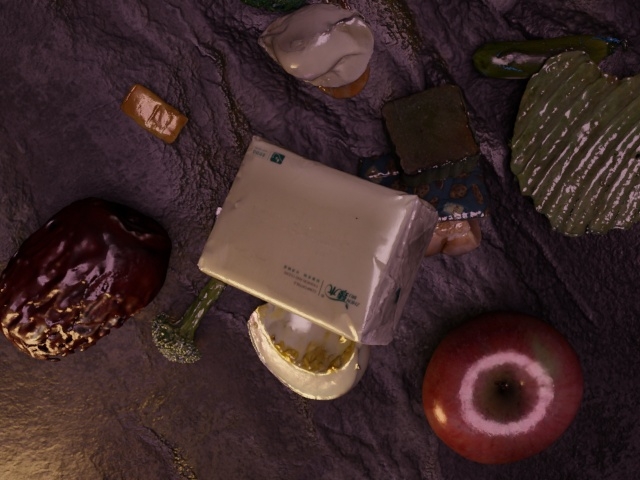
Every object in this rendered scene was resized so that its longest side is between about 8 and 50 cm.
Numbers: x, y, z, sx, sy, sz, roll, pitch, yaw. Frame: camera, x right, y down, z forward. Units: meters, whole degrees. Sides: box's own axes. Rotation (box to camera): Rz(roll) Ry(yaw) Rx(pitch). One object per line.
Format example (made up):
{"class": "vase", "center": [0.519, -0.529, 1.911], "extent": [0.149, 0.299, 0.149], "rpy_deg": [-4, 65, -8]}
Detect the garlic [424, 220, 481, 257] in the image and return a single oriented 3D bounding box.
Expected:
{"class": "garlic", "center": [0.262, -0.020, 1.680], "extent": [0.174, 0.099, 0.124], "rpy_deg": [-10, 114, -2]}

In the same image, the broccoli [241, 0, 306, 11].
{"class": "broccoli", "center": [-0.100, -0.551, 1.470], "extent": [0.270, 0.270, 0.270], "rpy_deg": [21, 101, 26]}

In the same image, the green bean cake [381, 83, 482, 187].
{"class": "green bean cake", "center": [0.226, -0.211, 1.600], "extent": [0.173, 0.094, 0.181], "rpy_deg": [-17, 68, -3]}

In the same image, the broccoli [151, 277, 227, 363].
{"class": "broccoli", "center": [-0.275, 0.166, 1.668], "extent": [0.118, 0.122, 0.204], "rpy_deg": [37, 82, -26]}

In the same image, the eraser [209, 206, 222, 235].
{"class": "eraser", "center": [-0.220, -0.023, 1.663], "extent": [0.027, 0.019, 0.099], "rpy_deg": [14, 99, -8]}

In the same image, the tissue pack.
{"class": "tissue pack", "center": [0.000, 0.000, 1.510], "extent": [0.380, 0.207, 0.297], "rpy_deg": [21, 90, 24]}

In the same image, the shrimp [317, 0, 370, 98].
{"class": "shrimp", "center": [0.023, -0.405, 1.601], "extent": [0.132, 0.053, 0.236], "rpy_deg": [-11, 107, 19]}

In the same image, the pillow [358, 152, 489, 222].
{"class": "pillow", "center": [0.213, -0.113, 1.624], "extent": [0.255, 0.034, 0.189], "rpy_deg": [-10, 66, 1]}

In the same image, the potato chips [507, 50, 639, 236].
{"class": "potato chips", "center": [0.588, -0.197, 1.646], "extent": [0.373, 0.097, 0.390], "rpy_deg": [5, 114, -7]}

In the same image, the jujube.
{"class": "jujube", "center": [-0.478, 0.073, 1.555], "extent": [0.376, 0.258, 0.258], "rpy_deg": [-38, 103, -2]}

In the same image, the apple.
{"class": "apple", "center": [0.385, 0.311, 1.680], "extent": [0.344, 0.269, 0.345], "rpy_deg": [-1, 84, 5]}

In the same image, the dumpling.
{"class": "dumpling", "center": [-0.004, -0.370, 1.533], "extent": [0.247, 0.142, 0.172], "rpy_deg": [0, 140, 33]}

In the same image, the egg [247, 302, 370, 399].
{"class": "egg", "center": [0.001, 0.213, 1.666], "extent": [0.270, 0.162, 0.207], "rpy_deg": [14, 121, 27]}

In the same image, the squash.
{"class": "squash", "center": [0.480, -0.384, 1.625], "extent": [0.331, 0.087, 0.087], "rpy_deg": [-8, 102, -5]}

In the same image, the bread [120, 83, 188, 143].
{"class": "bread", "center": [-0.339, -0.258, 1.585], "extent": [0.132, 0.053, 0.074], "rpy_deg": [37, 96, -10]}
